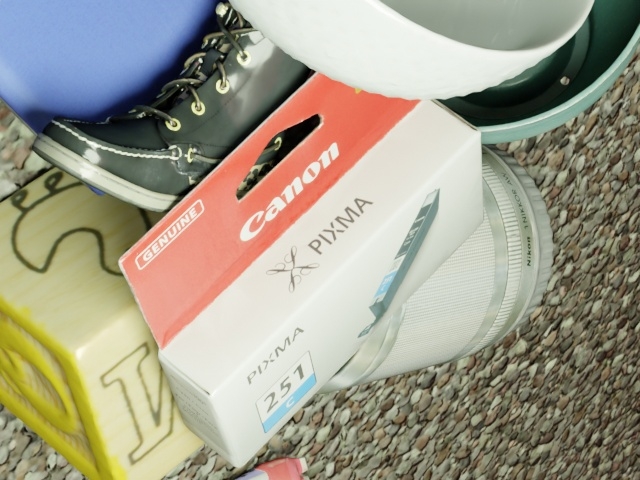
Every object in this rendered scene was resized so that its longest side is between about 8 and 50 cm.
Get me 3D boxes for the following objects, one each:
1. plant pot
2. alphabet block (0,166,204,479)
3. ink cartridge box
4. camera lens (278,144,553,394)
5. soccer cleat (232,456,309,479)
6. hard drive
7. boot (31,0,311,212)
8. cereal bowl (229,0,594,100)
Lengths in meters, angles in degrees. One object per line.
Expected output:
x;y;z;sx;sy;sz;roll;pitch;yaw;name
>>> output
0.145;-0.208;1.503;0.293;0.293;0.196;-54;164;-4;plant pot
-0.157;0.056;1.403;0.197;0.192;0.193;-38;139;-26;alphabet block
0.000;0.000;1.290;0.296;0.066;0.261;-45;154;-17;ink cartridge box
0.053;0.015;1.588;0.274;0.219;0.219;-9;123;-46;camera lens
-0.046;0.318;1.844;0.095;0.083;0.248;-13;138;-7;soccer cleat
-0.161;-0.192;1.156;0.210;0.040;0.319;-49;143;-8;hard drive
-0.085;-0.111;1.197;0.236;0.085;0.178;8;110;-57;boot
0.019;-0.235;1.145;0.339;0.339;0.141;-9;163;-46;cereal bowl
